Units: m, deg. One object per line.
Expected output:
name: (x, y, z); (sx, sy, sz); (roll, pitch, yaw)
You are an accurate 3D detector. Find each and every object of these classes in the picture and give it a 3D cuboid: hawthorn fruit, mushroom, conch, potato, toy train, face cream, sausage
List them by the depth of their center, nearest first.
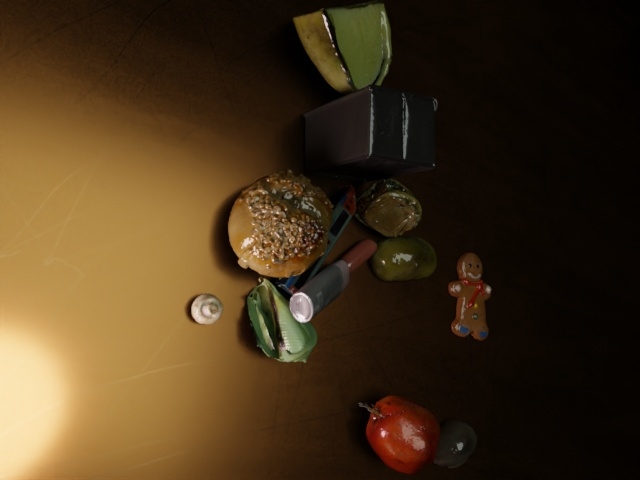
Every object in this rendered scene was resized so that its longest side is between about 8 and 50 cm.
mushroom: (-0.298, 0.181, 1.334); (0.084, 0.067, 0.083); (10, 73, -36)
conch: (-0.120, 0.237, 1.397); (0.143, 0.137, 0.250); (-45, 96, -5)
face cream: (0.007, 0.145, 1.456); (0.269, 0.073, 0.107); (-32, 130, -59)
hawthorn fruit: (0.228, 0.569, 1.532); (0.299, 0.211, 0.211); (38, 65, -10)
toy train: (0.000, 0.000, 1.534); (0.089, 0.086, 0.409); (44, 63, -20)
sausage: (0.117, 0.050, 1.613); (0.154, 0.062, 0.062); (-38, 103, -30)
potato: (0.065, -0.600, 1.620); (0.330, 0.213, 0.280); (-34, 119, -40)
potato: (0.300, 0.058, 1.700); (0.272, 0.111, 0.160); (2, 84, -31)
mushroom: (0.459, 0.693, 1.712); (0.188, 0.117, 0.141); (-28, 86, -27)

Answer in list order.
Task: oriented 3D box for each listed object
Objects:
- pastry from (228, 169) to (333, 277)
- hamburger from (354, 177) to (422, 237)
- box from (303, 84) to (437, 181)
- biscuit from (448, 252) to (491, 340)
pastry: (-0.103, -0.055, 1.379); (0.284, 0.184, 0.315); (26, 61, 0)
hamburger: (0.219, -0.110, 1.647); (0.206, 0.183, 0.130); (34, 33, -21)
box: (0.138, -0.306, 1.518); (0.251, 0.345, 0.204); (2, 87, -32)
biscuit: (0.561, 0.203, 1.879); (0.205, 0.049, 0.324); (13, 75, -29)
